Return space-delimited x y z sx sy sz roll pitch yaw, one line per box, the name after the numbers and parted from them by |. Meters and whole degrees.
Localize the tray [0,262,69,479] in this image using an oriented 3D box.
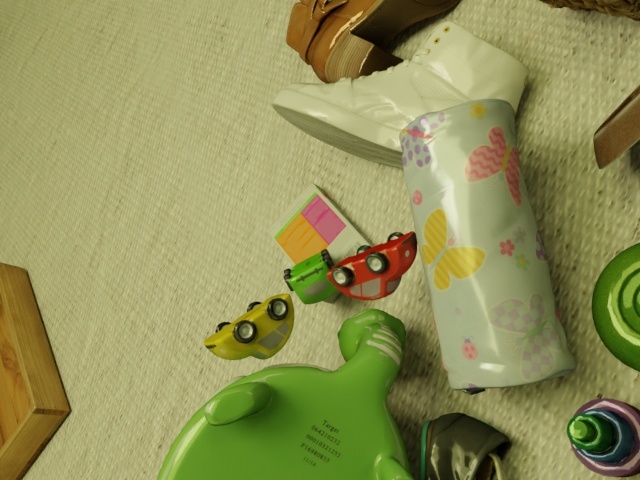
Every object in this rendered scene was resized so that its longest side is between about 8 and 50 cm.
-0.624 0.250 1.280 0.203 0.076 0.411 -52 48 14 | tray

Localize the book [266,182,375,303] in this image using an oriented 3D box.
0.000 0.000 0.857 0.096 0.035 0.144 -50 50 13 | book

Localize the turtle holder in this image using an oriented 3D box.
-0.035 0.221 0.658 0.227 0.243 0.320 125 150 -80 | turtle holder

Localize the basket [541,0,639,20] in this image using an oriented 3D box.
0.221 -0.354 0.613 0.223 0.299 0.213 36 100 40 | basket

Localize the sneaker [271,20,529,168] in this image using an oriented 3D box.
0.095 -0.181 0.772 0.293 0.108 0.169 20 85 22 | sneaker

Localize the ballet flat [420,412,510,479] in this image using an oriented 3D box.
0.131 0.303 0.592 0.096 0.095 0.280 -1 74 28 | ballet flat

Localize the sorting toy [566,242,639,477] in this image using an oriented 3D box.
0.284 0.021 0.538 0.127 0.126 0.365 21 88 43 | sorting toy

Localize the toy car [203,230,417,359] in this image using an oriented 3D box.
-0.004 0.055 0.722 0.239 0.225 0.053 -28 97 3 | toy car

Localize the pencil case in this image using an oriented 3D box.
0.156 0.006 0.611 0.113 0.124 0.273 -21 79 52 | pencil case

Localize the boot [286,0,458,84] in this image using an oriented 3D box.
0.075 -0.345 0.885 0.220 0.109 0.283 46 113 45 | boot

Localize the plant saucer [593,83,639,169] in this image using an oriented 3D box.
0.297 -0.133 0.561 0.029 0.168 0.168 44 106 10 | plant saucer
